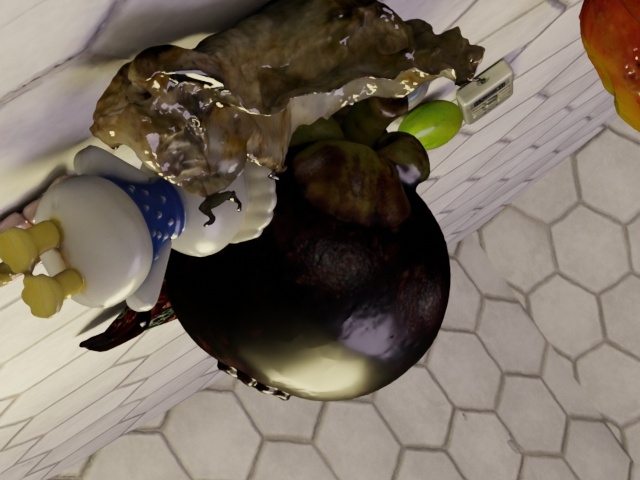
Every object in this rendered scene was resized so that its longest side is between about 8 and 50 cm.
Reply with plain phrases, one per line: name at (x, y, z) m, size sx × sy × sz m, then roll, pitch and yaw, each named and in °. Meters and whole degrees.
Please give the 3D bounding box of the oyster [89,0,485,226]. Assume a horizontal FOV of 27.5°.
oyster at (-0.032, -0.109, 0.988) m, size 0.337 × 0.133 × 0.198 m, roll -24°, pitch 169°, yaw -44°

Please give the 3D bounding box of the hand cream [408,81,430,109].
hand cream at (0.097, -0.169, 1.477) m, size 0.065 × 0.043 × 0.171 m, roll -39°, pitch 174°, yaw 5°

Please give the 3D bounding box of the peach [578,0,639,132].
peach at (0.483, -0.276, 1.506) m, size 0.373 × 0.290 × 0.372 m, roll -12°, pitch 137°, yaw -11°

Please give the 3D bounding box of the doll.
doll at (-0.136, -0.024, 1.062) m, size 0.119 × 0.138 × 0.293 m, roll -15°, pitch -169°, yaw 41°

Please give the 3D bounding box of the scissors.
scissors at (-0.236, 0.004, 1.194) m, size 0.160 × 0.024 × 0.317 m, roll -36°, pitch 172°, yaw -4°

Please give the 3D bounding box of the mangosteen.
mangosteen at (-0.013, 0.006, 1.321) m, size 0.297 × 0.313 × 0.297 m, roll 1°, pitch 159°, yaw 1°

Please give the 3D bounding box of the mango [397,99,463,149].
mango at (0.143, -0.152, 1.726) m, size 0.108 × 0.056 × 0.073 m, roll -24°, pitch 162°, yaw -41°

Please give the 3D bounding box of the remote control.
remote control at (0.237, -0.209, 1.875) m, size 0.087 × 0.029 × 0.190 m, roll -35°, pitch 173°, yaw 4°

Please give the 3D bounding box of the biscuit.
biscuit at (-0.190, 0.079, 1.702) m, size 0.235 × 0.063 × 0.151 m, roll -25°, pitch 167°, yaw -39°

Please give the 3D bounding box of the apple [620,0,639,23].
apple at (0.373, -0.286, 1.166) m, size 0.216 × 0.260 × 0.260 m, roll 2°, pitch 150°, yaw -35°
